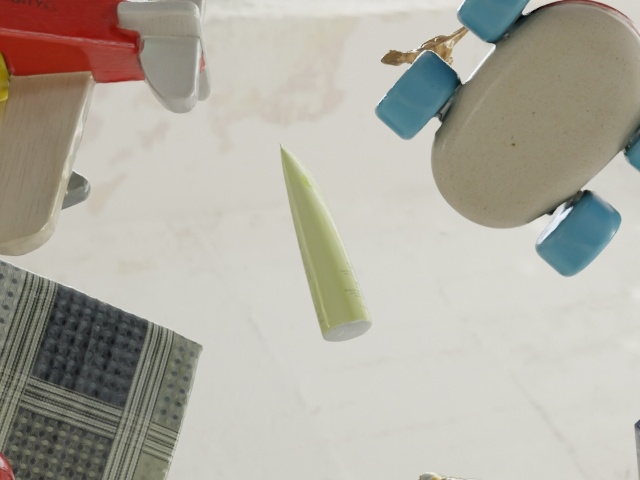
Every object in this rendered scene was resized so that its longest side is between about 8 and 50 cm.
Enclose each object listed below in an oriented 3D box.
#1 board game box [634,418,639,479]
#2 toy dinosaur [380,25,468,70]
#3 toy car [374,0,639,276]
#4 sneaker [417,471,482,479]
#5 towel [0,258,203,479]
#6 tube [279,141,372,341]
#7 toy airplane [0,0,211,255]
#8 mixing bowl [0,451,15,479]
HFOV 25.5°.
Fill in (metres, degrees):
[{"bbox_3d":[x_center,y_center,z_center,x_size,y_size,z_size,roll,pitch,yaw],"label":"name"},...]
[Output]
[{"bbox_3d":[0.447,0.197,1.628,0.194,0.194,0.060,-45,-120,-12],"label":"board game box"},{"bbox_3d":[0.186,-0.294,2.154,0.211,0.112,0.064,-32,-109,-24],"label":"toy dinosaur"},{"bbox_3d":[0.198,-0.126,1.236,0.219,0.210,0.238,40,-158,-1],"label":"toy car"},{"bbox_3d":[0.153,0.231,1.142,0.084,0.069,0.185,9,175,44],"label":"sneaker"},{"bbox_3d":[-0.323,0.220,1.719,0.312,0.324,0.056,25,158,-23],"label":"towel"},{"bbox_3d":[0.000,0.000,1.673,0.062,0.070,0.240,-6,-116,-25],"label":"tube"},{"bbox_3d":[-0.303,-0.199,1.522,0.386,0.272,0.384,-35,-104,-35],"label":"toy airplane"},{"bbox_3d":[-0.379,0.270,1.461,0.098,0.181,0.181,4,-157,24],"label":"mixing bowl"}]
